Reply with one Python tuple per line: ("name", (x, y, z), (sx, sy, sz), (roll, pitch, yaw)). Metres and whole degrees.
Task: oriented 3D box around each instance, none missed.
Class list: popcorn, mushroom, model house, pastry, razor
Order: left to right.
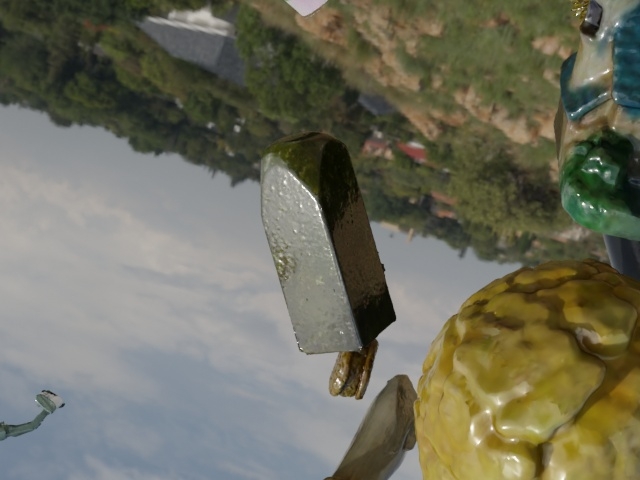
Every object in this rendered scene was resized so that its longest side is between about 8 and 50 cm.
("razor", (-0.355, 0.192, 0.769), (0.211, 0.036, 0.084), (-18, 176, -14))
("pastry", (0.051, 0.185, 1.174), (0.057, 0.097, 0.109), (19, -145, 0))
("mushroom", (0.089, 0.333, 1.277), (0.096, 0.247, 0.108), (33, 147, 11))
("popcorn", (0.273, 0.210, 0.991), (0.344, 0.390, 0.354), (28, 168, 45))
("model house", (0.409, -0.165, 0.795), (0.312, 0.280, 0.245), (10, -138, 7))

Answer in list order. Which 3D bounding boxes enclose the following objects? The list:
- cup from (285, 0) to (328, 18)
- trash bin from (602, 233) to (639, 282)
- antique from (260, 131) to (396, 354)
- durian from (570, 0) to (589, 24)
("cup", (-0.061, -0.574, 1.470), (0.274, 0.253, 0.253), (43, 172, -23))
("trash bin", (0.561, -0.020, 1.297), (0.203, 0.301, 0.252), (-19, -172, -6))
("antique", (0.000, 0.000, 0.820), (0.081, 0.221, 0.080), (-9, -166, 35))
("durian", (0.544, -0.404, 1.313), (0.293, 0.258, 0.258), (-4, -172, -13))
